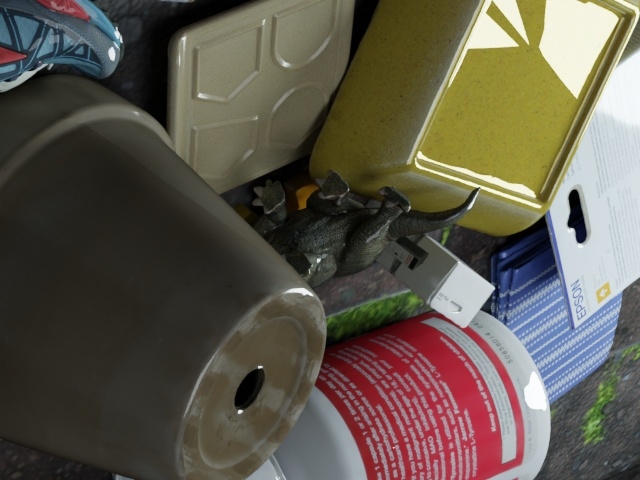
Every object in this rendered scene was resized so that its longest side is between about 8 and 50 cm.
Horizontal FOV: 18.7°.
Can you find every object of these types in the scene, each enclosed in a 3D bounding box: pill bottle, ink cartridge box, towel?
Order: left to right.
[{"bbox_3d":[0.033,0.225,2.075,0.407,0.229,0.229,-17,134,-39],"label":"pill bottle"},{"bbox_3d":[0.105,0.022,2.041,0.056,0.135,0.099,-52,146,3],"label":"ink cartridge box"},{"bbox_3d":[0.290,0.087,2.412,0.243,0.040,0.336,-31,144,-28],"label":"towel"},{"bbox_3d":[0.364,-0.108,2.237,0.330,0.071,0.324,-35,135,-17],"label":"ink cartridge box"}]

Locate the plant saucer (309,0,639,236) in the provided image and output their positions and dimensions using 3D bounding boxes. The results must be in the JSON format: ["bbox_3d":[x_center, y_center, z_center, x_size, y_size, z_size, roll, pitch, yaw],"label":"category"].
[{"bbox_3d":[0.180,-0.166,1.926,0.332,0.081,0.333,15,102,-47],"label":"plant saucer"}]

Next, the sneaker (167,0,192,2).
[{"bbox_3d":[-0.140,-0.268,1.437,0.153,0.099,0.282,0,153,-19],"label":"sneaker"}]

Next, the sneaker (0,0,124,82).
[{"bbox_3d":[-0.271,-0.144,1.424,0.261,0.104,0.125,14,80,-29],"label":"sneaker"}]

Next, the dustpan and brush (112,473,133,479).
[{"bbox_3d":[-0.202,0.166,1.902,0.147,0.060,0.211,-24,139,-32],"label":"dustpan and brush"}]

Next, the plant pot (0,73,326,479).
[{"bbox_3d":[-0.159,0.061,1.603,0.323,0.280,0.323,-40,144,-36],"label":"plant pot"}]

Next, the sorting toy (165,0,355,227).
[{"bbox_3d":[-0.063,-0.108,1.820,0.229,0.041,0.307,-29,143,-32],"label":"sorting toy"}]

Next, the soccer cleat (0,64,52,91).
[{"bbox_3d":[-0.279,-0.139,1.519,0.196,0.068,0.076,-22,144,-37],"label":"soccer cleat"}]

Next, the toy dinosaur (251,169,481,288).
[{"bbox_3d":[0.000,0.000,1.865,0.313,0.121,0.160,-32,169,-19],"label":"toy dinosaur"}]
